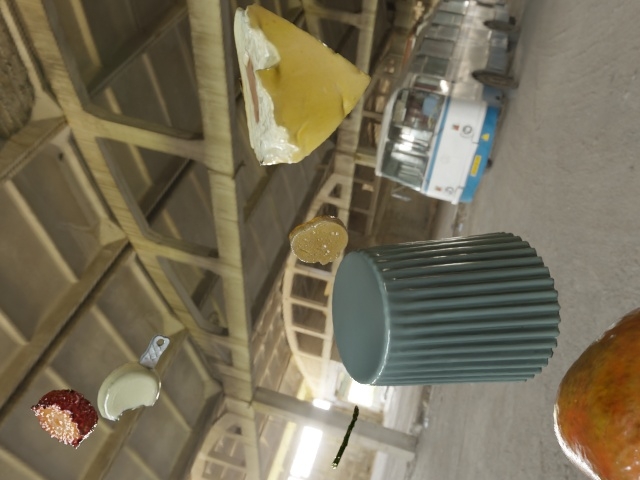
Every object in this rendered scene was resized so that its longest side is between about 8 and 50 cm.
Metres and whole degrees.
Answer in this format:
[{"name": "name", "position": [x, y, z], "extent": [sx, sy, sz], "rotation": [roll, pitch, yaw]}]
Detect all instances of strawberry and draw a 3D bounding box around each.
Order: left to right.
[{"name": "strawberry", "position": [-0.573, 0.394, 1.224], "extent": [0.086, 0.145, 0.145], "rotation": [-52, -24, -46]}]

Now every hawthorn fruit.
[{"name": "hawthorn fruit", "position": [0.731, 0.347, 1.074], "extent": [0.472, 0.472, 0.471], "rotation": [15, -90, -81]}]

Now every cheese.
[{"name": "cheese", "position": [-0.517, 0.372, 1.492], "extent": [0.163, 0.071, 0.248], "rotation": [6, -74, -36]}]

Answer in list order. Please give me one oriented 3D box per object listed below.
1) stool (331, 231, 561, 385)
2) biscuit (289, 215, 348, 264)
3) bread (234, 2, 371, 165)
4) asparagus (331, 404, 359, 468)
[{"name": "stool", "position": [0.215, 0.132, 1.020], "extent": [0.297, 0.330, 0.297], "rotation": [179, 90, -71]}, {"name": "biscuit", "position": [-0.001, -0.003, 1.533], "extent": [0.050, 0.170, 0.170], "rotation": [-100, 12, -46]}, {"name": "bread", "position": [-0.083, -0.238, 0.894], "extent": [0.211, 0.224, 0.184], "rotation": [-59, 26, -1]}, {"name": "asparagus", "position": [0.053, 0.370, 1.030], "extent": [0.016, 0.016, 0.163], "rotation": [62, -150, -13]}]
